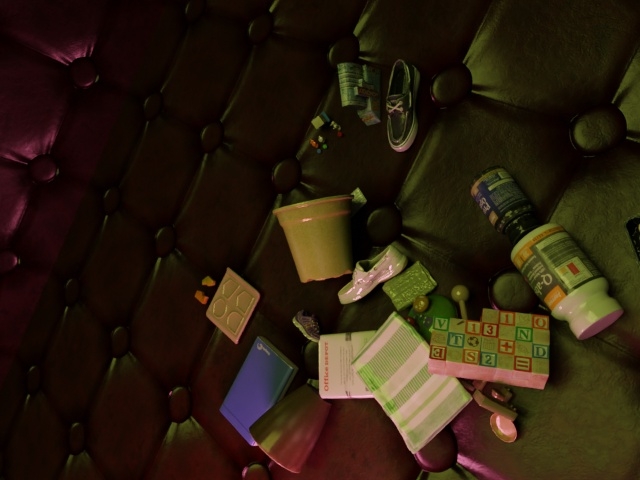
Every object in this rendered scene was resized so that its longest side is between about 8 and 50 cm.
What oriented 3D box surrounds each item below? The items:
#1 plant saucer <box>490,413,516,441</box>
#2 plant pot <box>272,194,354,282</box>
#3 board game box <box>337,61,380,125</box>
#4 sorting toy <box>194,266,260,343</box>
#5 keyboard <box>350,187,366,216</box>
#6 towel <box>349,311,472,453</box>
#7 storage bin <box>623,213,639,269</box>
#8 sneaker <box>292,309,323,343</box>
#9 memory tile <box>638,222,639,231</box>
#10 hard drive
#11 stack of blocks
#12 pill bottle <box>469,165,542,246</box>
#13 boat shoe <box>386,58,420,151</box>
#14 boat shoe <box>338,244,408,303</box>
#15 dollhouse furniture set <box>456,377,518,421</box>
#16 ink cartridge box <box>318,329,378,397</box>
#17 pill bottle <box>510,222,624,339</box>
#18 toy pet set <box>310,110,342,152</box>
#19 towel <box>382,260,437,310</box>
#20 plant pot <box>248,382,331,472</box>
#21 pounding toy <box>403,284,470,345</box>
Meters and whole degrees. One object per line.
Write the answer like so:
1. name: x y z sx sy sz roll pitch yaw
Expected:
1. plant saucer: 0.496 0.501 1.694 0.083 0.015 0.084 29 129 44
2. plant pot: 0.000 0.000 2.077 0.275 0.276 0.254 -12 88 35
3. board game box: 0.145 -0.499 2.152 0.060 0.194 0.194 -9 87 37
4. sorting toy: -0.363 0.227 2.435 0.307 0.041 0.229 34 104 38
5. keyboard: 0.059 -0.074 2.196 0.256 0.014 0.072 -45 56 20
6. towel: 0.239 0.392 1.763 0.248 0.038 0.325 -53 55 23
7. storage bin: 0.833 0.018 1.530 0.122 0.084 0.180 -25 64 31
8. sneaker: -0.029 0.293 2.140 0.170 0.068 0.071 40 98 38
9. memory tile: 0.834 -0.012 1.474 0.147 0.012 0.113 -20 67 32
10. hard drive: -0.224 0.533 2.244 0.210 0.040 0.319 34 100 38
11. stack of blocks: 0.440 0.274 1.653 0.296 0.087 0.171 5 54 13
12. pill bottle: 0.524 -0.096 1.772 0.122 0.122 0.219 -41 57 23
13. boat shoe: 0.263 -0.448 2.076 0.108 0.102 0.302 4 81 38
14. boat shoe: 0.148 0.102 2.005 0.277 0.096 0.098 -38 17 26
15. dollhouse furniture set: 0.464 0.371 1.688 0.123 0.144 0.151 -60 16 9
16. ink cartridge box: 0.137 0.387 1.954 0.272 0.114 0.199 -10 72 35
17. pill bottle: 0.631 0.104 1.615 0.162 0.162 0.279 -43 56 22
18. toy pet set: 0.015 -0.403 2.300 0.122 0.065 0.114 -34 95 30
19. towel: 0.276 0.142 1.942 0.148 0.027 0.110 -35 60 4
20. plant pot: -0.077 0.583 2.032 0.215 0.215 0.230 37 87 38
21. pounding toy: 0.313 0.218 1.823 0.236 0.110 0.183 -26 45 42
